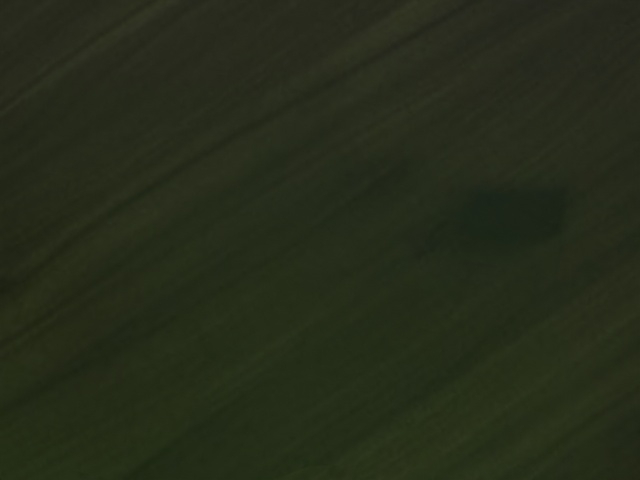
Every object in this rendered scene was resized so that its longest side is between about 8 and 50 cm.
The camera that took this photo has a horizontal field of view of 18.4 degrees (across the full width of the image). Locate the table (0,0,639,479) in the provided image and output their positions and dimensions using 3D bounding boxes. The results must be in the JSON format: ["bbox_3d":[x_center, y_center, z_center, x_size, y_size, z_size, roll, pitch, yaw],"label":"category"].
[{"bbox_3d":[0.000,0.000,0.673,0.317,0.249,0.317,0,-97,1],"label":"table"}]
